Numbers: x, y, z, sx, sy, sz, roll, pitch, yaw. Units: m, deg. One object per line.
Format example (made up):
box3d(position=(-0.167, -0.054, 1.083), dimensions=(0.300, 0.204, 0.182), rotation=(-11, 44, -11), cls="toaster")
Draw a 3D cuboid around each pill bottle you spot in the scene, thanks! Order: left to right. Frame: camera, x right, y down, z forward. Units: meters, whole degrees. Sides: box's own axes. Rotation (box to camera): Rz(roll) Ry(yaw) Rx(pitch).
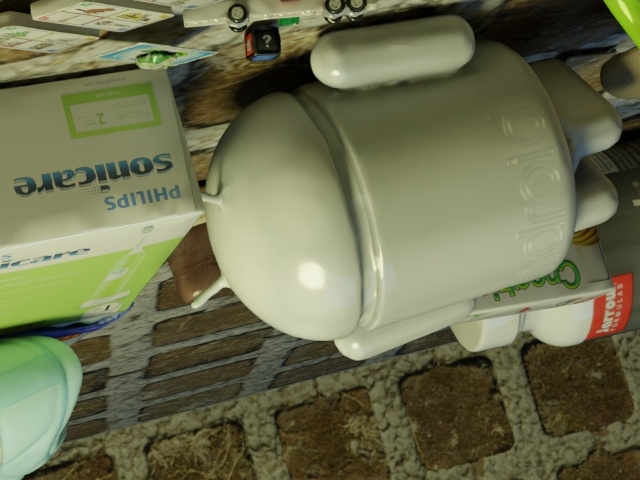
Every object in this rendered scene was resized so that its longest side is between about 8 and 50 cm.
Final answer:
box3d(position=(0.316, 0.000, 1.834), dimensions=(0.363, 0.210, 0.210), rotation=(-13, 168, -12), cls="pill bottle")

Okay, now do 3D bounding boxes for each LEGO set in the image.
box3d(position=(-0.080, -0.154, 1.061), dimensions=(0.182, 0.060, 0.244), rotation=(-10, 174, 40), cls="LEGO set")

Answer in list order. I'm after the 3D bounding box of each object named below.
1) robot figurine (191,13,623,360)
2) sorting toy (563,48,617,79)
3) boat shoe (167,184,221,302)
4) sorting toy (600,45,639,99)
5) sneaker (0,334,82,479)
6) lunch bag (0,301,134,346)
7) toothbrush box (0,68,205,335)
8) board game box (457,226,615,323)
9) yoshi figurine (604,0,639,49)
box3d(position=(0.060, -0.040, 1.307), dimensions=(0.353, 0.300, 0.200), rotation=(-17, -146, -15), cls="robot figurine")
box3d(position=(0.222, -0.151, 1.493), dimensions=(0.062, 0.012, 0.083), rotation=(-14, 166, -31), cls="sorting toy")
box3d(position=(0.000, 0.000, 1.628), dimensions=(0.342, 0.123, 0.123), rotation=(-7, 165, -36), cls="boat shoe")
box3d(position=(0.394, -0.147, 1.269), dimensions=(0.229, 0.041, 0.307), rotation=(5, 164, -28), cls="sorting toy")
box3d(position=(-0.286, 0.168, 1.470), dimensions=(0.150, 0.135, 0.366), rotation=(-22, 177, -24), cls="sneaker")
box3d(position=(-0.335, 0.065, 1.509), dimensions=(0.303, 0.115, 0.243), rotation=(-9, 167, -46), cls="lunch bag")
box3d(position=(-0.229, -0.015, 1.262), dimensions=(0.206, 0.122, 0.283), rotation=(-11, 169, -21), cls="toothbrush box")
box3d(position=(0.124, -0.021, 1.523), dimensions=(0.305, 0.193, 0.053), rotation=(-7, 166, -37), cls="board game box")
box3d(position=(0.221, -0.186, 0.947), dimensions=(0.203, 0.203, 0.362), rotation=(-42, 154, 29), cls="yoshi figurine")
